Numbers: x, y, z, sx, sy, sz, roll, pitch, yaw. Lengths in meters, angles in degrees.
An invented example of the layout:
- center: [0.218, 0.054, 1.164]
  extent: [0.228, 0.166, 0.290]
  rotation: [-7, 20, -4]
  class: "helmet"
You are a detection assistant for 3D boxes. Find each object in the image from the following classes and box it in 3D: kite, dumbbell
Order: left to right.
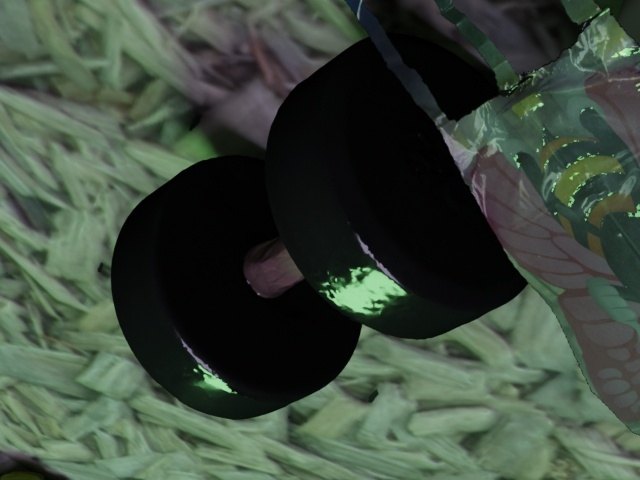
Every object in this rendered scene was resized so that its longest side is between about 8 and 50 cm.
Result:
- center: [0.000, 0.000, 0.745]
  extent: [0.152, 0.152, 0.218]
  rotation: [37, 141, -19]
  class: "dumbbell"
- center: [0.093, -0.055, 0.575]
  extent: [0.360, 0.022, 0.204]
  rotation: [52, 153, -3]
  class: "kite"

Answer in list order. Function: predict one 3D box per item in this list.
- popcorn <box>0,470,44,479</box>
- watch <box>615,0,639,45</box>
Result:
- center: [-0.289, 0.267, 1.290]
  extent: [0.089, 0.109, 0.097]
  rotation: [173, 75, -78]
  class: "popcorn"
- center: [0.209, -0.005, 0.610]
  extent: [0.231, 0.196, 0.244]
  rotation: [26, 146, 8]
  class: "watch"
